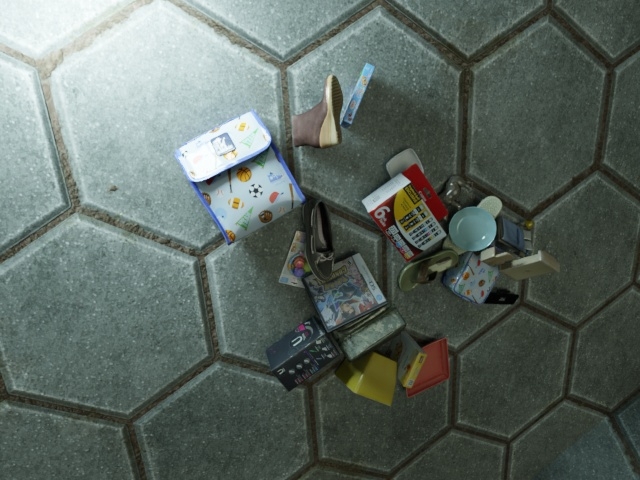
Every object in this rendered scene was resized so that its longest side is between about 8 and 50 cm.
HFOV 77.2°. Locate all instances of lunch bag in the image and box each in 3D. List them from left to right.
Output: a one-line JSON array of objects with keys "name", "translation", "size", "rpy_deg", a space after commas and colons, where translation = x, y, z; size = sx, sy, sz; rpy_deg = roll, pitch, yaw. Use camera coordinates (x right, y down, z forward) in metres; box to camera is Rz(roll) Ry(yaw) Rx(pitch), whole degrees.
[{"name": "lunch bag", "translation": [-0.282, -0.225, 1.423], "size": [0.328, 0.239, 0.385], "rpy_deg": [-29, 96, -6]}, {"name": "lunch bag", "translation": [0.176, 0.345, 1.729], "size": [0.305, 0.212, 0.256], "rpy_deg": [-30, 68, -7]}, {"name": "lunch bag", "translation": [0.733, 0.148, 1.896], "size": [0.243, 0.115, 0.303], "rpy_deg": [26, 96, -24]}]

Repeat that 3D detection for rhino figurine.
[{"name": "rhino figurine", "translation": [0.572, -0.179, 1.770], "size": [0.106, 0.073, 0.243], "rpy_deg": [31, 96, -3]}]

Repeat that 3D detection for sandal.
[{"name": "sandal", "translation": [0.485, 0.136, 1.814], "size": [0.303, 0.086, 0.120], "rpy_deg": [-32, 112, 10]}]

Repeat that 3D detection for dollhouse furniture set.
[{"name": "dollhouse furniture set", "translation": [0.887, -0.015, 1.784], "size": [0.286, 0.198, 0.303], "rpy_deg": [26, 59, -24]}]

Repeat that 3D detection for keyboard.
[{"name": "keyboard", "translation": [0.921, 0.281, 2.040], "size": [0.192, 0.038, 0.100], "rpy_deg": [5, 127, -19]}]

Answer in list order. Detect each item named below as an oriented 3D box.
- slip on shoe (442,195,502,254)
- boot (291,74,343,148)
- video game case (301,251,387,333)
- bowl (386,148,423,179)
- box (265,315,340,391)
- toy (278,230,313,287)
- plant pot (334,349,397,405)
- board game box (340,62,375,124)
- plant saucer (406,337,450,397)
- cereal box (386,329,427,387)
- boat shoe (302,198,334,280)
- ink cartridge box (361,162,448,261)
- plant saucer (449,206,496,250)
[{"name": "slip on shoe", "translation": [0.689, -0.061, 1.826], "size": [0.123, 0.101, 0.331], "rpy_deg": [41, 104, 10]}, {"name": "boot", "translation": [-0.023, -0.458, 1.450], "size": [0.090, 0.207, 0.248], "rpy_deg": [-26, 118, -52]}, {"name": "video game case", "translation": [0.097, 0.209, 1.643], "size": [0.275, 0.035, 0.248], "rpy_deg": [-24, 70, -11]}, {"name": "bowl", "translation": [0.347, -0.301, 1.680], "size": [0.142, 0.053, 0.142], "rpy_deg": [-35, 113, -4]}, {"name": "box", "translation": [-0.079, 0.480, 1.716], "size": [0.270, 0.165, 0.143], "rpy_deg": [-35, 113, -5]}, {"name": "toy", "translation": [-0.071, 0.089, 1.665], "size": [0.137, 0.056, 0.237], "rpy_deg": [16, 100, -20]}, {"name": "plant pot", "translation": [0.227, 0.597, 1.834], "size": [0.212, 0.212, 0.187], "rpy_deg": [28, 83, -22]}, {"name": "board game box", "translation": [0.133, -0.530, 1.490], "size": [0.039, 0.160, 0.211], "rpy_deg": [21, 98, -6]}, {"name": "plant saucer", "translation": [0.516, 0.620, 1.987], "size": [0.258, 0.048, 0.259], "rpy_deg": [-18, 113, -16]}, {"name": "cereal box", "translation": [0.383, 0.531, 1.830], "size": [0.047, 0.240, 0.173], "rpy_deg": [19, 99, -16]}, {"name": "boat shoe", "translation": [0.000, 0.000, 1.589], "size": [0.112, 0.095, 0.335], "rpy_deg": [-12, 93, -32]}, {"name": "ink cartridge box", "translation": [0.374, -0.114, 1.659], "size": [0.272, 0.130, 0.309], "rpy_deg": [-37, 117, 11]}, {"name": "plant saucer", "translation": [0.667, -0.051, 1.762], "size": [0.195, 0.037, 0.195], "rpy_deg": [1, 93, 19]}]
